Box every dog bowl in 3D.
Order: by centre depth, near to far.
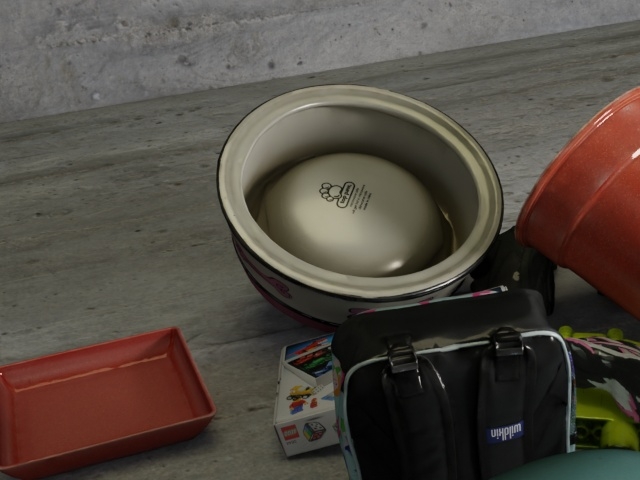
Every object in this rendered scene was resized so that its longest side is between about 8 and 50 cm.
[{"bbox_3d":[0.050,-0.038,1.456,0.407,0.150,0.408,4,51,-5],"label":"dog bowl"}]

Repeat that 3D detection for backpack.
[{"bbox_3d":[0.125,0.179,0.961,0.225,0.254,0.191,-10,18,-1],"label":"backpack"}]

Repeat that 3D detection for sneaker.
[{"bbox_3d":[0.346,0.142,1.102,0.077,0.072,0.178,-14,31,-38],"label":"sneaker"},{"bbox_3d":[0.291,0.021,1.509,0.130,0.109,0.286,-5,19,19],"label":"sneaker"}]

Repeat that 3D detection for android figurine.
[{"bbox_3d":[0.312,0.177,1.180,0.248,0.056,0.273,2,25,19],"label":"android figurine"}]

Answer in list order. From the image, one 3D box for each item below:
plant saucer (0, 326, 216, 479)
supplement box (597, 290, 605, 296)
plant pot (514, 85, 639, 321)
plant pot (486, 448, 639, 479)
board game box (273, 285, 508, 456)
[{"bbox_3d":[-0.279,0.207,1.268,0.258,0.048,0.259,-12,24,-15],"label":"plant saucer"},{"bbox_3d":[0.459,0.050,1.446,0.083,0.056,0.083,-21,26,-32],"label":"supplement box"},{"bbox_3d":[0.440,-0.011,1.281,0.272,0.272,0.265,-24,58,-37],"label":"plant pot"},{"bbox_3d":[0.199,0.278,0.681,0.293,0.293,0.235,9,11,32],"label":"plant pot"},{"bbox_3d":[0.098,0.153,1.213,0.305,0.053,0.193,-16,20,7],"label":"board game box"}]
